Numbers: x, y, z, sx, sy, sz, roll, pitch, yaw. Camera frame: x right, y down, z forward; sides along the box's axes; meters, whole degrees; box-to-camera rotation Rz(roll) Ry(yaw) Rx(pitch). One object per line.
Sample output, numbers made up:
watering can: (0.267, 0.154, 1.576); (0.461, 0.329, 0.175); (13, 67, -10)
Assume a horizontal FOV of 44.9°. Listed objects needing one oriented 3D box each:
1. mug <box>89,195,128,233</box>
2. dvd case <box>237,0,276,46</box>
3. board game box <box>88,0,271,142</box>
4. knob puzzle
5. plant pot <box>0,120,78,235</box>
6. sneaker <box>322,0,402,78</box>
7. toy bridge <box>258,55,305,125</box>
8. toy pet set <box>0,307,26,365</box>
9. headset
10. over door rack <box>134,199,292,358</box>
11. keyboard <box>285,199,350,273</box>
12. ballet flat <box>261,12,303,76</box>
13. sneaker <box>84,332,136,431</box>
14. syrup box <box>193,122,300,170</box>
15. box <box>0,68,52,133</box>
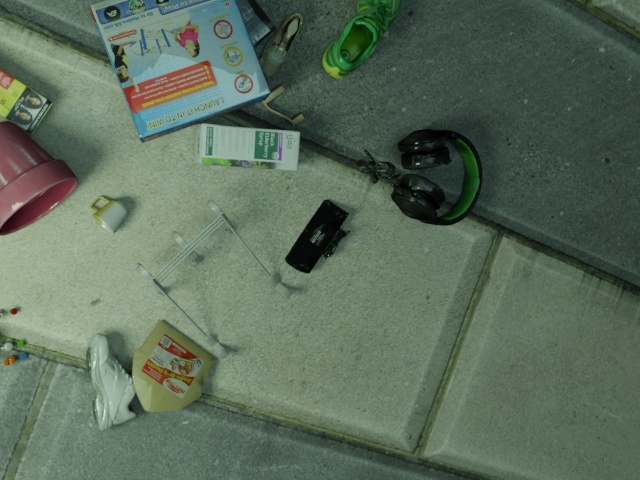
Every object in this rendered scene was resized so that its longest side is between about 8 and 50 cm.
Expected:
mug: (-0.474, -0.064, 1.745); (0.064, 0.062, 0.078); (-50, 116, -17)
dvd case: (-0.231, -0.532, 1.800); (0.164, 0.018, 0.221); (-43, 109, -10)
board game box: (-0.306, -0.411, 1.709); (0.308, 0.086, 0.302); (-21, 93, -11)
knob puzzle: (-0.363, 0.316, 1.822); (0.213, 0.030, 0.213); (10, 72, -32)
plant pot: (-0.641, -0.139, 1.613); (0.201, 0.201, 0.180); (-38, 92, -12)
sneaker: (0.121, -0.519, 1.875); (0.109, 0.123, 0.296); (34, 84, -20)
toy bridge: (-0.114, -0.351, 1.851); (0.063, 0.026, 0.188); (-34, 115, 7)
toy pet set: (-0.722, 0.217, 1.698); (0.114, 0.065, 0.122); (-21, 109, -53)
headset: (0.266, -0.163, 1.937); (0.394, 0.185, 0.244); (5, 94, -32)
over door rack: (-0.255, 0.090, 1.829); (0.239, 0.108, 0.324); (-44, 123, -10)
keyboard: (0.000, 0.000, 1.947); (0.100, 0.038, 0.192); (34, 85, 3)
ballet flat: (-0.094, -0.470, 1.840); (0.057, 0.052, 0.168); (27, 87, -20)
sneaker: (-0.475, 0.317, 1.783); (0.115, 0.090, 0.232); (-11, 109, -25)
syrup box: (-0.173, -0.218, 1.817); (0.236, 0.096, 0.093); (2, 95, -19)
box: (-0.691, -0.323, 1.634); (0.232, 0.058, 0.087); (35, 85, -20)
